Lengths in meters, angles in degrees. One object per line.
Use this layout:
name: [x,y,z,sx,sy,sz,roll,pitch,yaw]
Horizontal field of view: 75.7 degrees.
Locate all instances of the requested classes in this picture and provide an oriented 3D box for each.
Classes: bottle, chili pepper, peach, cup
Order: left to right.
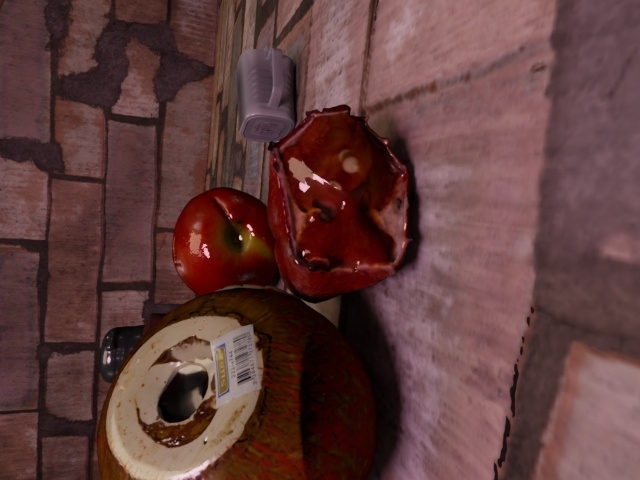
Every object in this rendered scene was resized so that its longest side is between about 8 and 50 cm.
bottle: [-0.205,0.179,0.670,0.143,0.272,0.156,-108,29,-45]
peach: [-0.167,0.013,0.727,0.189,0.196,0.226,-58,13,-22]
cup: [-0.088,-0.251,0.696,0.128,0.095,0.129,145,123,-62]
chili pepper: [0.000,0.000,0.426,0.144,0.136,0.252,42,157,6]

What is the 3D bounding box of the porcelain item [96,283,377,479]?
porcelain item: [-0.058,0.172,0.387,0.253,0.253,0.252,-176,90,-69]
